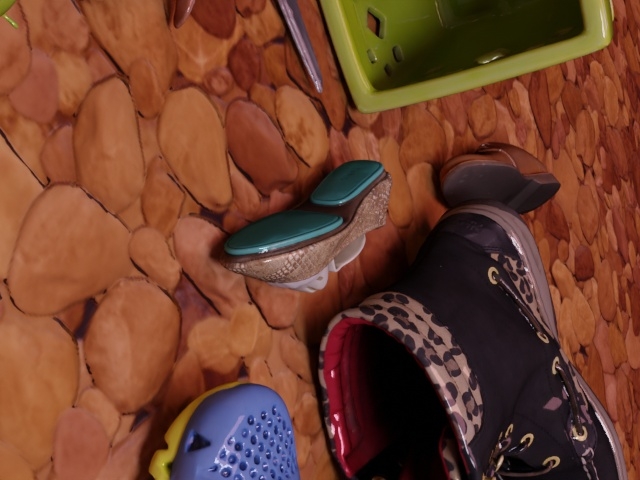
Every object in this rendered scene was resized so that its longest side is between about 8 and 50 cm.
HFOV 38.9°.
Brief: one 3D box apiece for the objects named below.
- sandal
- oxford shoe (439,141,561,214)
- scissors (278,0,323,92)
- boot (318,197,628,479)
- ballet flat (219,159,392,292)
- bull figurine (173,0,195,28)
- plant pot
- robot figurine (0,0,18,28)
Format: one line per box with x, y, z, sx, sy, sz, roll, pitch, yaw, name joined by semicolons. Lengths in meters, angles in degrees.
-0.020;0.240;0.530;0.126;0.138;0.317;0;81;-54;sandal
0.181;-0.073;0.984;0.212;0.076;0.076;1;52;-54;oxford shoe
-0.058;-0.256;0.696;0.109;0.021;0.297;-22;102;-58;scissors
0.144;0.170;0.787;0.284;0.138;0.377;-28;102;-56;boot
0.000;0.000;0.680;0.206;0.073;0.067;-34;125;-50;ballet flat
-0.107;-0.220;0.483;0.310;0.188;0.101;29;74;-43;bull figurine
0.136;-0.259;0.809;0.207;0.228;0.227;-35;111;-60;plant pot
-0.184;-0.154;0.434;0.101;0.067;0.115;-31;108;-45;robot figurine
